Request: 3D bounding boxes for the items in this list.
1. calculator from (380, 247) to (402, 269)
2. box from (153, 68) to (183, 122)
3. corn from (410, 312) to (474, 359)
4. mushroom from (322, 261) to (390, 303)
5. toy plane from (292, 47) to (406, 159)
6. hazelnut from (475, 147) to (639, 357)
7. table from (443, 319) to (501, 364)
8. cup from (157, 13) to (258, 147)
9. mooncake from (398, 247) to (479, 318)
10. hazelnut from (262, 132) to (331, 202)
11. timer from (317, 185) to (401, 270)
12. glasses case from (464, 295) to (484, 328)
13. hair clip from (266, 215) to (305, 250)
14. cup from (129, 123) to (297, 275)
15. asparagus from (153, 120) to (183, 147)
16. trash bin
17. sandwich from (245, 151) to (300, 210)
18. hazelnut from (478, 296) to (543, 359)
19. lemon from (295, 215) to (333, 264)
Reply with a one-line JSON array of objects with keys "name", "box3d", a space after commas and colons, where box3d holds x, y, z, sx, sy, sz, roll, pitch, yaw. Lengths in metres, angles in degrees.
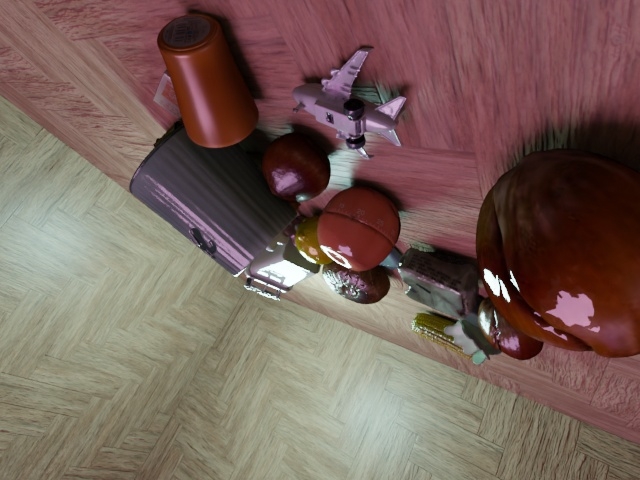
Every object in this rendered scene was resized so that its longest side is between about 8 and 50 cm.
[{"name": "calculator", "box3d": [0.194, 0.030, 1.501, 0.185, 0.041, 0.299, 7, 151, 50]}, {"name": "box", "box3d": [-0.376, -0.398, 1.146, 0.141, 0.058, 0.201, 37, 160, -24]}, {"name": "corn", "box3d": [0.581, 0.429, 1.883, 0.344, 0.131, 0.131, 21, 161, 26]}, {"name": "mushroom", "box3d": [0.147, 0.162, 1.747, 0.297, 0.163, 0.278, 22, 161, 15]}, {"name": "toy plane", "box3d": [0.045, -0.260, 0.822, 0.255, 0.101, 0.251, 22, 149, 21]}, {"name": "hazelnut", "box3d": [0.432, 0.020, 0.705, 0.372, 0.315, 0.372, 53, 162, 25]}, {"name": "table", "box3d": [0.611, 0.374, 1.667, 0.198, 0.166, 0.166, 45, 158, -22]}, {"name": "cup", "box3d": [-0.267, -0.359, 0.935, 0.226, 0.182, 0.264, 32, 158, 21]}, {"name": "mooncake", "box3d": [0.393, 0.137, 1.346, 0.254, 0.136, 0.250, 23, 161, 34]}, {"name": "hazelnut", "box3d": [-0.060, -0.181, 1.093, 0.178, 0.178, 0.204, 25, 168, 10]}, {"name": "timer", "box3d": [0.109, -0.034, 1.181, 0.229, 0.215, 0.229, 31, 168, 8]}, {"name": "glasses case", "box3d": [0.605, 0.278, 1.519, 0.323, 0.074, 0.131, 30, 162, -5]}, {"name": "hair clip", "box3d": [-0.139, -0.033, 1.549, 0.257, 0.146, 0.075, -7, 159, -32]}, {"name": "cup", "box3d": [-0.290, -0.133, 1.216, 0.392, 0.310, 0.401, 45, -168, -7]}, {"name": "asparagus", "box3d": [-0.472, -0.323, 1.387, 0.128, 0.108, 0.382, 33, 165, -27]}, {"name": "trash bin", "box3d": [-0.148, 0.081, 1.768, 0.255, 0.296, 0.367, 28, 156, -23]}, {"name": "sandwich", "box3d": [-0.250, -0.204, 1.435, 0.301, 0.099, 0.271, 18, 153, 33]}, {"name": "hazelnut", "box3d": [0.610, 0.275, 1.338, 0.181, 0.181, 0.212, 24, 178, -37]}, {"name": "lemon", "box3d": [0.000, 0.000, 1.501, 0.206, 0.173, 0.173, 31, 163, -25]}]
